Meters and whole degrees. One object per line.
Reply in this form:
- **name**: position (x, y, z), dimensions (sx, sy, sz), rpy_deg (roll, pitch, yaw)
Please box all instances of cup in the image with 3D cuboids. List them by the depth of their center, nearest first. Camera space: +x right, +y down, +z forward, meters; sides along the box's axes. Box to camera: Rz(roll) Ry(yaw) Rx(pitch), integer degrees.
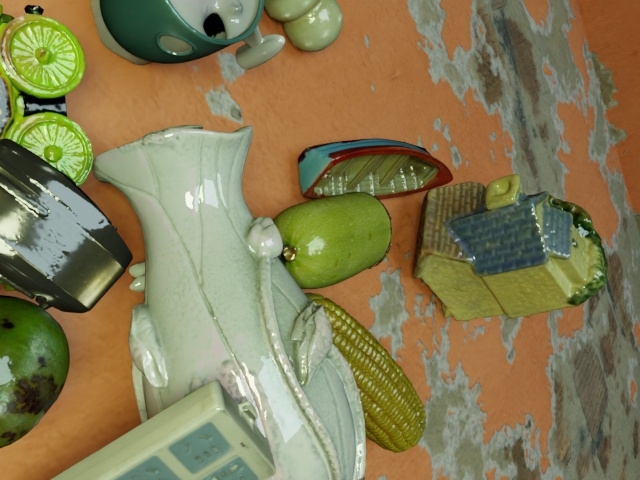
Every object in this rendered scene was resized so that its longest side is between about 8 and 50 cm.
- **cup**: position (-0.181, -0.285, 0.718), dimensions (0.299, 0.173, 0.167), rpy_deg (25, 65, -44)

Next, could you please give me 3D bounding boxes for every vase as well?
- **vase**: position (-0.107, 0.089, 0.694), dimensions (0.250, 0.250, 0.445), rpy_deg (-16, 89, -48)

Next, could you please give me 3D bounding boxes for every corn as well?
- **corn**: position (0.053, 0.210, 0.934), dimensions (0.344, 0.131, 0.131), rpy_deg (49, 51, -35)

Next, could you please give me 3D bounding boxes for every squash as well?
- **squash**: position (0.000, 0.000, 0.878), dimensions (0.247, 0.132, 0.132), rpy_deg (-14, 94, -59)

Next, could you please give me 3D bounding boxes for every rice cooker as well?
- **rice cooker**: position (-0.243, -0.010, 0.514), dimensions (0.165, 0.112, 0.106), rpy_deg (36, 75, -23)

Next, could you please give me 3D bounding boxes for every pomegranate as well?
- **pomegranate**: position (-0.298, 0.106, 0.525), dimensions (0.169, 0.148, 0.148), rpy_deg (93, 11, -65)

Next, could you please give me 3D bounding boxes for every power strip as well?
- **power strip**: position (-0.212, 0.255, 0.533), dimensions (0.367, 0.043, 0.106), rpy_deg (-31, 121, -2)

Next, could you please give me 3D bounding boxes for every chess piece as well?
- **chess piece**: position (-0.053, -0.399, 0.932), dimensions (0.243, 0.133, 0.133), rpy_deg (49, 50, -40)

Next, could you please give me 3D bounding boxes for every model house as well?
- **model house**: position (0.334, -0.018, 1.158), dimensions (0.266, 0.321, 0.261), rpy_deg (40, 49, -35)

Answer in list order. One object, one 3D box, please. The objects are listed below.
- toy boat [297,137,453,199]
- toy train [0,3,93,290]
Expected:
- **toy boat**: position (0.112, -0.128, 1.074), dimensions (0.392, 0.136, 0.079), rpy_deg (-9, 58, -48)
- **toy train**: position (-0.310, -0.088, 0.601), dimensions (0.160, 0.100, 0.296), rpy_deg (-7, 91, -42)
